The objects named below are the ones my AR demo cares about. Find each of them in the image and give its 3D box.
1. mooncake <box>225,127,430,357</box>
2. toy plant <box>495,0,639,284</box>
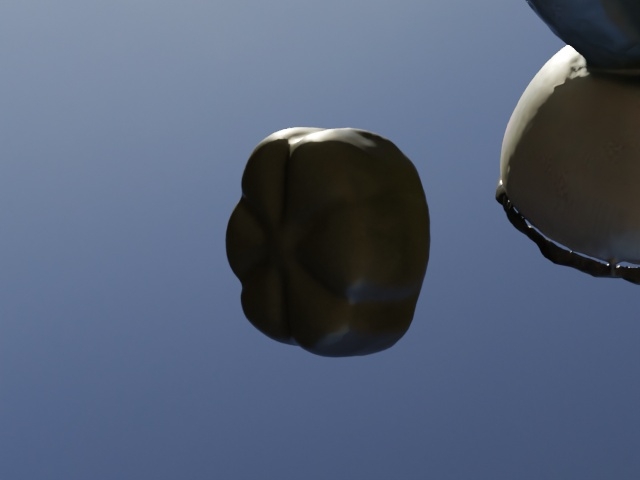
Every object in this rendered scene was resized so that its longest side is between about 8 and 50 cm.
[{"bbox_3d":[0.000,0.000,1.120,0.275,0.135,0.275,2,-87,48],"label":"mooncake"},{"bbox_3d":[0.241,-0.163,0.664,0.247,0.332,0.247,-3,-144,2],"label":"toy plant"}]
